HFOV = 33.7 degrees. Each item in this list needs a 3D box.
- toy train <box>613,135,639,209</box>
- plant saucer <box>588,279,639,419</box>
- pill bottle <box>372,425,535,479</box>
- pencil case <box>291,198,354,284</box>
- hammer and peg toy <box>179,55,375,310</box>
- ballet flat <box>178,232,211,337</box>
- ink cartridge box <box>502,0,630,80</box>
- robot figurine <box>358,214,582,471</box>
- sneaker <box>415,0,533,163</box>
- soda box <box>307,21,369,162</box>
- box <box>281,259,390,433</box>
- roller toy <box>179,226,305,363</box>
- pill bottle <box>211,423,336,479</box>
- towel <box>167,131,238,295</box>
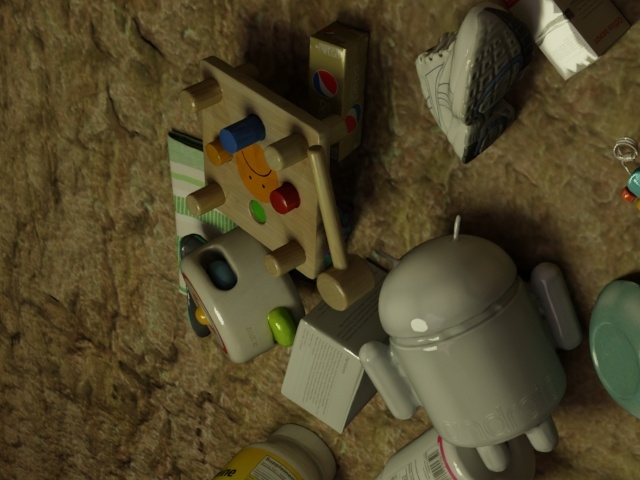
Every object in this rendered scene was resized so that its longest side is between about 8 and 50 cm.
[{"bbox_3d":[0.430,-0.084,1.227,0.166,0.046,0.125,5,121,33],"label":"toy train"},{"bbox_3d":[0.392,0.149,1.355,0.195,0.037,0.195,166,90,-73],"label":"plant saucer"},{"bbox_3d":[0.195,0.377,1.666,0.160,0.160,0.283,45,138,3],"label":"pill bottle"},{"bbox_3d":[0.000,0.000,1.624,0.152,0.064,0.070,115,145,-46],"label":"pencil case"},{"bbox_3d":[-0.043,-0.082,1.454,0.361,0.127,0.266,35,139,35],"label":"hammer and peg toy"},{"bbox_3d":[-0.192,0.084,1.787,0.074,0.074,0.203,13,124,32],"label":"ballet flat"},{"bbox_3d":[0.271,-0.261,1.186,0.135,0.099,0.056,51,137,-2],"label":"ink cartridge box"},{"bbox_3d":[0.208,0.139,1.454,0.300,0.200,0.353,-27,105,5],"label":"robot figurine"},{"bbox_3d":[0.164,-0.195,1.252,0.129,0.111,0.297,47,167,15],"label":"sneaker"},{"bbox_3d":[0.022,-0.204,1.459,0.058,0.061,0.181,25,133,25],"label":"soda box"},{"bbox_3d":[0.049,0.160,1.612,0.119,0.181,0.182,32,135,18],"label":"box"},{"bbox_3d":[-0.126,0.085,1.628,0.191,0.146,0.209,63,168,-7],"label":"roller toy"},{"bbox_3d":[-0.119,0.480,1.870,0.188,0.334,0.188,21,130,27],"label":"pill bottle"},{"bbox_3d":[-0.153,-0.002,1.768,0.247,0.038,0.325,23,132,27],"label":"towel"}]
